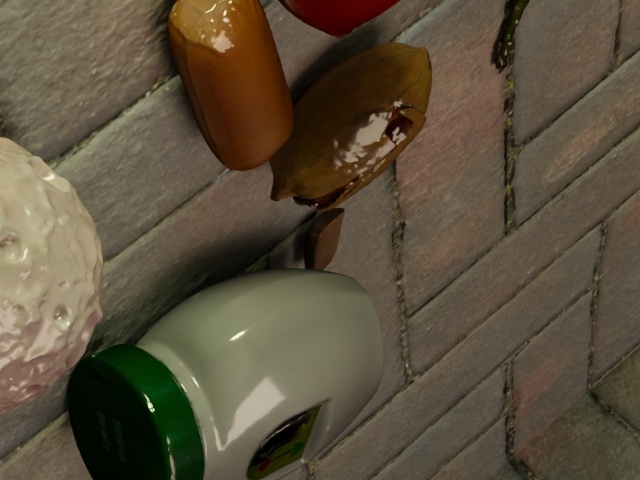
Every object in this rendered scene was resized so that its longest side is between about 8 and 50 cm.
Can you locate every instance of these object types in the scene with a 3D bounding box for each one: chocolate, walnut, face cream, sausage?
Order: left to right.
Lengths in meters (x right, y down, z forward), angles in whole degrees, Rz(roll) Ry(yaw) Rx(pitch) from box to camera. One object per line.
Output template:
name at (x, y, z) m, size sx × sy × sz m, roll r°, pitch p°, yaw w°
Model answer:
face cream at (-0.106, 0.180, 2.061) m, size 0.357 × 0.219 × 0.312 m, roll -21°, pitch 146°, yaw -36°
sausage at (-0.089, -0.167, 1.733) m, size 0.105 × 0.105 × 0.274 m, roll -40°, pitch 153°, yaw -12°
chocolate at (0.000, 0.000, 2.179) m, size 0.064 × 0.031 × 0.101 m, roll -43°, pitch 156°, yaw -34°
walnut at (0.033, -0.132, 1.938) m, size 0.245 × 0.137 × 0.137 m, roll -39°, pitch 155°, yaw 7°

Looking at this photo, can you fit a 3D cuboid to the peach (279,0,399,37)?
peach at (0.035, -0.295, 1.639) m, size 0.190 × 0.190 × 0.192 m, roll -33°, pitch 136°, yaw -26°

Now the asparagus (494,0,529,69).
asparagus at (0.258, -0.310, 2.134) m, size 0.024 × 0.025 × 0.248 m, roll -82°, pitch -173°, yaw -48°

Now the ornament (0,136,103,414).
ornament at (-0.316, 0.029, 1.486) m, size 0.259 × 0.259 × 0.225 m, roll -34°, pitch 165°, yaw -24°
